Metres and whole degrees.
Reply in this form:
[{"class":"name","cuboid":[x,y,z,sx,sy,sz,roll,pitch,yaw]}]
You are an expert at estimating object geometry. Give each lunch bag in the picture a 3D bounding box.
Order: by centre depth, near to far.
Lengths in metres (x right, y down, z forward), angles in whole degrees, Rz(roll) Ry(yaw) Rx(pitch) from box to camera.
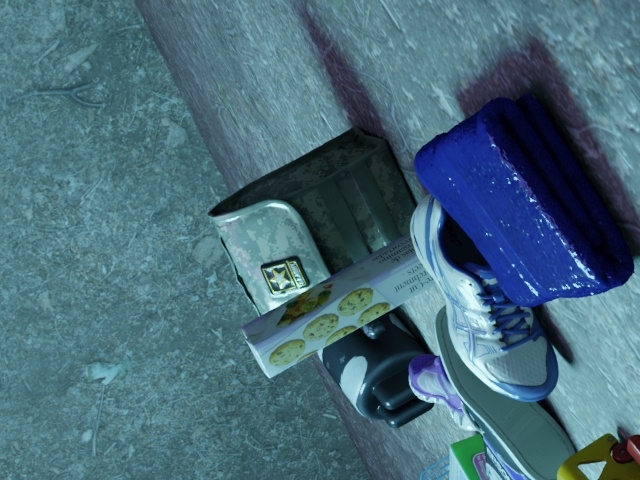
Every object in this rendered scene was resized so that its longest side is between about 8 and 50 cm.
[{"class":"lunch bag","cuboid":[0.000,0.000,1.962,0.235,0.287,0.169,64,170,-21]}]

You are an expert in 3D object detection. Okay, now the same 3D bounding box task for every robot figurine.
[{"class":"robot figurine","cuboid":[0.106,0.223,2.463,0.278,0.173,0.209,50,124,44]}]

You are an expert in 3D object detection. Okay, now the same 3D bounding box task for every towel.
[{"class":"towel","cuboid":[0.216,-0.039,1.398,0.227,0.076,0.308,53,170,-1]}]

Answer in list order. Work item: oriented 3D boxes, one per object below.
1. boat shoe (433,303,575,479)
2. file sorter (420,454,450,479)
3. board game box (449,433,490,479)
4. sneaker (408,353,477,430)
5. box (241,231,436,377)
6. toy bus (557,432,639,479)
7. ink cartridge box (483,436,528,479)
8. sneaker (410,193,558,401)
[{"class":"boat shoe","cuboid":[0.247,0.222,1.877,0.302,0.114,0.091,61,165,-2]},{"class":"file sorter","cuboid":[0.276,0.526,2.687,0.118,0.104,0.170,54,168,30]},{"class":"board game box","cuboid":[0.329,0.545,2.370,0.242,0.064,0.316,85,162,-48]},{"class":"sneaker","cuboid":[0.215,0.220,2.142,0.236,0.095,0.104,29,142,63]},{"class":"box","cuboid":[0.045,0.081,1.852,0.067,0.324,0.063,66,172,-30]},{"class":"toy bus","cuboid":[0.374,0.337,1.589,0.191,0.104,0.202,59,171,2]},{"class":"ink cartridge box","cuboid":[0.344,0.413,2.171,0.206,0.045,0.208,53,167,33]},{"class":"sneaker","cuboid":[0.206,0.071,1.638,0.296,0.112,0.131,58,170,5]}]
